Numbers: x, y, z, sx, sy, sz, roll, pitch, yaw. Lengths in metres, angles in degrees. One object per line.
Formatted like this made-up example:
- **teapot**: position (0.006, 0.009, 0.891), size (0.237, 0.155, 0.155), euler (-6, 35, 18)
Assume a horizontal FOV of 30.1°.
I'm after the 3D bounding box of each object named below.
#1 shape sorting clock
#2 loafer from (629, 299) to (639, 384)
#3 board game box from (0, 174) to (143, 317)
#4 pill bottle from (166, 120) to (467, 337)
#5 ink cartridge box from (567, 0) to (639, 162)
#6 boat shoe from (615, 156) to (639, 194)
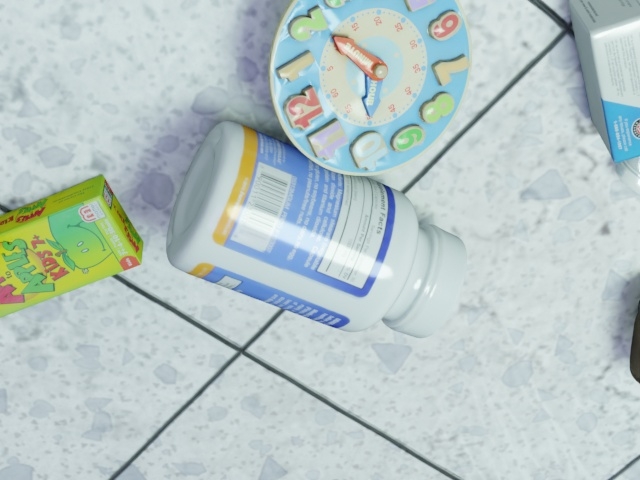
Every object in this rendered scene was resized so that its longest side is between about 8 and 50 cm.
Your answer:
- **shape sorting clock**: position (0.050, -0.159, 1.094), size (0.206, 0.040, 0.206), euler (-7, 113, -18)
- **loafer**: position (0.504, 0.134, 1.330), size (0.365, 0.134, 0.130), euler (15, 133, -9)
- **board game box**: position (-0.283, 0.010, 1.213), size (0.181, 0.043, 0.092), euler (-20, 124, 9)
- **pill bottle**: position (0.000, 0.000, 1.165), size (0.272, 0.152, 0.152), euler (22, 120, -19)
- **ink cartridge box**: position (0.350, -0.179, 1.111), size (0.203, 0.086, 0.148), euler (-17, 125, 6)
- **boat shoe**: position (0.392, -0.058, 1.218), size (0.184, 0.066, 0.063), euler (25, 120, -9)
